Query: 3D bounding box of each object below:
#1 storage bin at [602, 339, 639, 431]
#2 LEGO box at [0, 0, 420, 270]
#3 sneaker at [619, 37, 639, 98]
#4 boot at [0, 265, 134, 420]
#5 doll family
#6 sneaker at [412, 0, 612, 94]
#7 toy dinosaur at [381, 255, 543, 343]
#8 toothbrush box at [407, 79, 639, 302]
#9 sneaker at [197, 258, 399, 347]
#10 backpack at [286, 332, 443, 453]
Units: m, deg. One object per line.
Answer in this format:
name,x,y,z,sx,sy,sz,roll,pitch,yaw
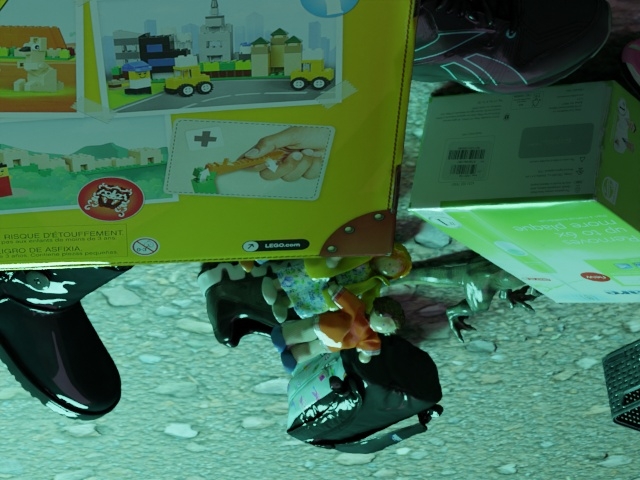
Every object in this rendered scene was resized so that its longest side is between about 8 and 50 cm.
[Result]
storage bin,0.450,0.185,2.339,0.180,0.084,0.122,21,142,-39
LEGO box,-0.184,-0.166,1.370,0.500,0.193,0.372,-2,139,-6
sneaker,0.326,-0.129,1.757,0.170,0.063,0.074,30,155,-32
boot,-0.249,0.061,1.900,0.246,0.094,0.207,47,133,-14
doll family,0.000,0.000,1.895,0.163,0.118,0.263,-20,121,16
sneaker,0.114,-0.182,1.586,0.267,0.101,0.106,-7,149,2
toy dinosaur,0.182,0.053,2.079,0.268,0.064,0.118,-9,145,10
toothbrush box,0.251,-0.038,1.795,0.206,0.122,0.283,-1,160,38
sneaker,-0.015,0.065,2.011,0.234,0.106,0.078,-10,152,8
backpack,0.040,0.178,2.223,0.152,0.115,0.182,26,141,-27
